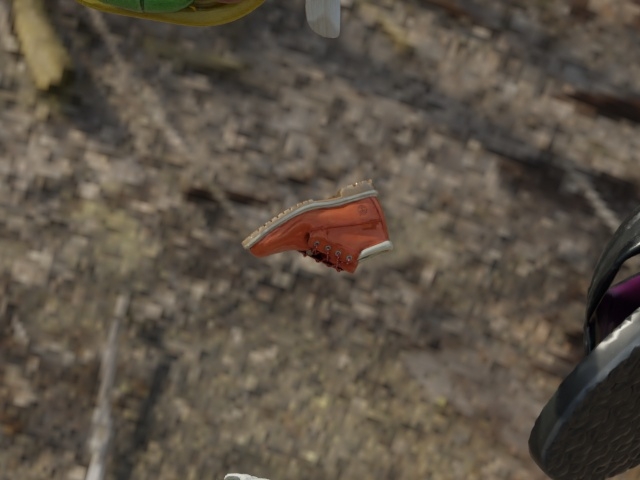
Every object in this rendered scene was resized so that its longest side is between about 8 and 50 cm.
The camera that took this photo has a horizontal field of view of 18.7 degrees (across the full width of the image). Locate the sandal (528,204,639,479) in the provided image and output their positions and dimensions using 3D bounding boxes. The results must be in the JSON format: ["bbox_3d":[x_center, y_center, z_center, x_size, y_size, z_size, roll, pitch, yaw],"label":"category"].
[{"bbox_3d":[0.305,-0.001,1.434,0.107,0.446,0.167,41,-3,38],"label":"sandal"}]

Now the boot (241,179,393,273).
[{"bbox_3d":[0.000,0.000,1.969,0.158,0.059,0.085,-19,84,-22],"label":"boot"}]

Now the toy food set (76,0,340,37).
[{"bbox_3d":[-0.086,-0.204,1.270,0.218,0.128,0.071,8,7,-3],"label":"toy food set"}]

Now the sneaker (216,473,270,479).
[{"bbox_3d":[-0.067,0.308,1.303,0.147,0.330,0.130,16,26,-41],"label":"sneaker"}]
